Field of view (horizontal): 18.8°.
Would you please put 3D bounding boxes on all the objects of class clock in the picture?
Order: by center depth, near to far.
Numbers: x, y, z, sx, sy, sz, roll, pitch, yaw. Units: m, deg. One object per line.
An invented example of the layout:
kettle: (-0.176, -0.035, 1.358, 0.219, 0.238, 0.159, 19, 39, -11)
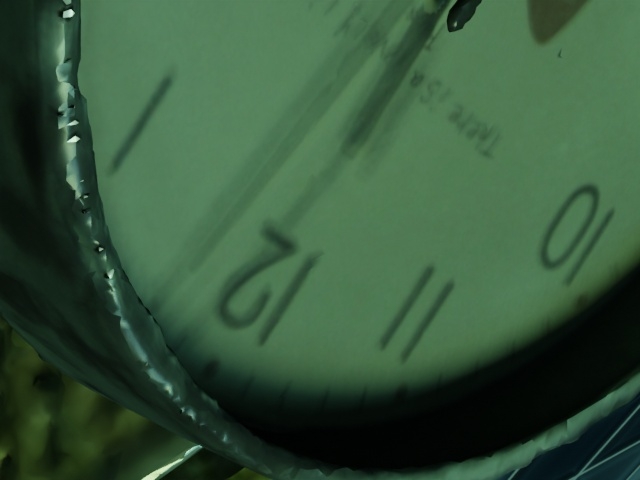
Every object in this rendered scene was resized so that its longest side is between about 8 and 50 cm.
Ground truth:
clock: (0.047, -0.090, 0.470, 0.325, 0.067, 0.325, -23, 126, -35)

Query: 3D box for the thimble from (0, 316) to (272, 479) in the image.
thimble: (-0.058, 0.043, 0.673, 0.271, 0.150, 0.271, -33, 160, -14)
